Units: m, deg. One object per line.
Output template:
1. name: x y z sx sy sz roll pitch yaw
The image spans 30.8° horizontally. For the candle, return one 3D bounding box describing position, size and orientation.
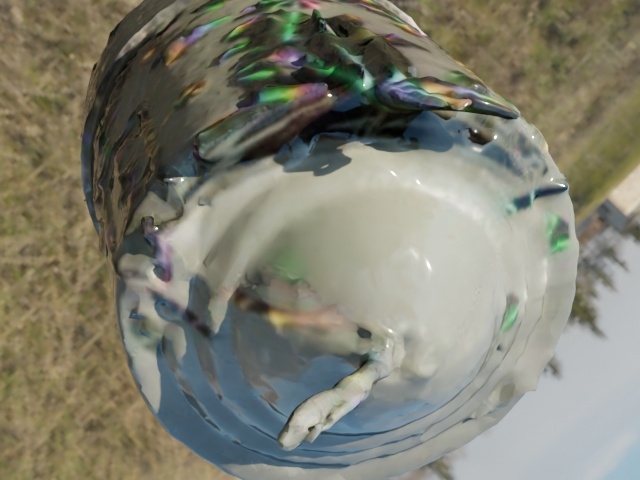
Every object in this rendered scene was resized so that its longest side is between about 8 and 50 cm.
1. candle: 0.000 0.000 0.466 0.187 0.187 0.330 -46 -153 9
